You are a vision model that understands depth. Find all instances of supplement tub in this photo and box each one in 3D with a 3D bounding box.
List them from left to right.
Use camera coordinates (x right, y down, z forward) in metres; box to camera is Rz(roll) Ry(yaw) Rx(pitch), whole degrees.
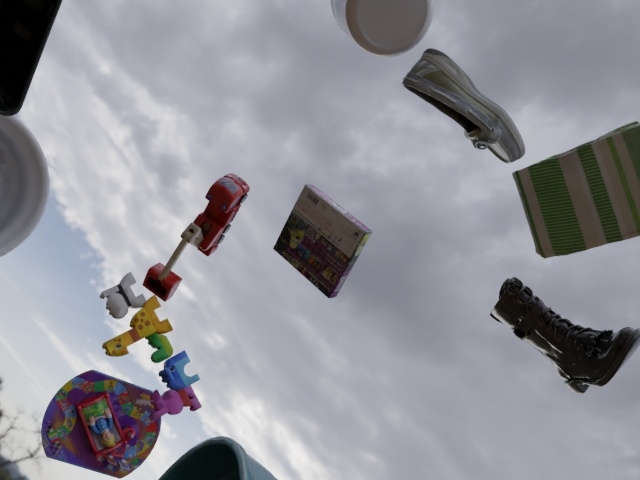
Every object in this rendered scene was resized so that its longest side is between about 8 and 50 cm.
[{"bbox_3d":[0.127,-0.530,1.399,0.272,0.191,0.191,-107,179,-60],"label":"supplement tub"}]

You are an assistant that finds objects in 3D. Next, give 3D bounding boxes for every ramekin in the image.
[{"bbox_3d":[-0.611,-0.101,1.040,0.135,0.277,0.277,11,-49,52],"label":"ramekin"}]

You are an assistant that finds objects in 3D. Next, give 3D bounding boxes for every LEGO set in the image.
[{"bbox_3d":[-0.253,0.157,0.884,0.227,0.093,0.087,61,-31,3],"label":"LEGO set"}]

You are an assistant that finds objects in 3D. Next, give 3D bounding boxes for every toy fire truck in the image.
[{"bbox_3d":[-0.190,-0.008,0.967,0.047,0.135,0.192,36,-63,5],"label":"toy fire truck"}]

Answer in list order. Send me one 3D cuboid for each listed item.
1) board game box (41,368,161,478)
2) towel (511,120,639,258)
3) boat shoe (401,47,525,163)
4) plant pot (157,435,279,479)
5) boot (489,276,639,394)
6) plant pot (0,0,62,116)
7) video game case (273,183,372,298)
[{"bbox_3d":[-0.309,0.268,0.906,0.169,0.133,0.033,29,-16,-24],"label":"board game box"},{"bbox_3d":[0.627,-0.106,1.460,0.325,0.038,0.248,-22,-104,41],"label":"towel"},{"bbox_3d":[0.314,-0.273,1.362,0.320,0.103,0.118,41,-1,-19],"label":"boat shoe"},{"bbox_3d":[-0.054,0.361,0.560,0.255,0.271,0.272,38,-29,-17],"label":"plant pot"},{"bbox_3d":[0.409,0.151,1.096,0.229,0.091,0.263,45,-24,17],"label":"boot"},{"bbox_3d":[-0.347,-0.248,0.545,0.167,0.187,0.188,39,-74,41],"label":"plant pot"},{"bbox_3d":[0.000,0.000,1.643,0.232,0.042,0.210,39,-67,30],"label":"video game case"}]
